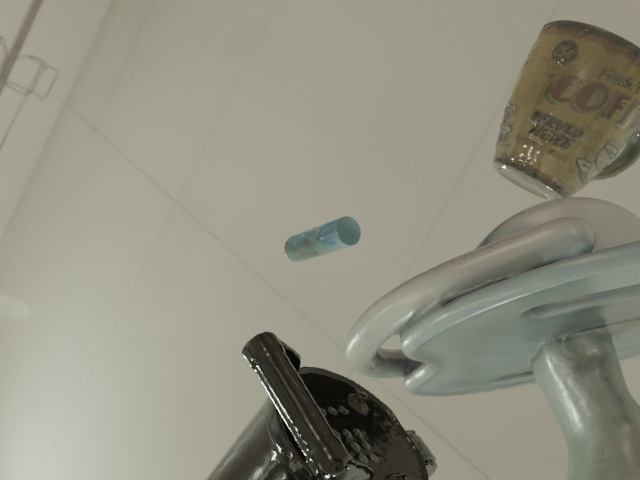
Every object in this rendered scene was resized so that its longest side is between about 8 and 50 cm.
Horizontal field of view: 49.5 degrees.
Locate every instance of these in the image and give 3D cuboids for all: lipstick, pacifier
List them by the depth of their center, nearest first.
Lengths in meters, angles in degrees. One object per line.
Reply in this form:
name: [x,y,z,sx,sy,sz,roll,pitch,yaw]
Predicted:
pacifier: [0.140,0.097,0.400,0.279,0.228,0.207,70,-175,-67]
lipstick: [0.000,0.000,1.118,0.048,0.048,0.158,24,157,-28]

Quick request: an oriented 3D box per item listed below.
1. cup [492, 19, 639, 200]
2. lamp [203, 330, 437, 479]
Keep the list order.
cup: [0.442,-0.188,1.198,0.301,0.257,0.227,27,-173,-32]
lamp: [-0.028,0.292,0.786,0.205,0.272,0.374,51,-173,36]
